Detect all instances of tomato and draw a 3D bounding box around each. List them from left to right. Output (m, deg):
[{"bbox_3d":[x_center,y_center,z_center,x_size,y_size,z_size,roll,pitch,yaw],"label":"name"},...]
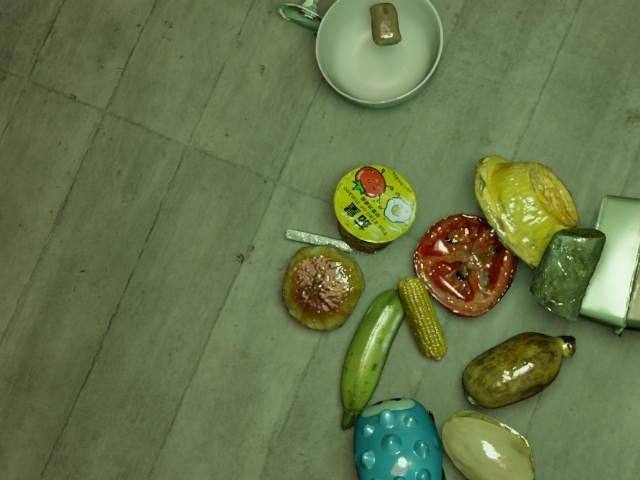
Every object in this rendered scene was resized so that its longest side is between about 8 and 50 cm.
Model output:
[{"bbox_3d":[0.330,0.051,1.422,0.227,0.101,0.228,3,96,28],"label":"tomato"}]

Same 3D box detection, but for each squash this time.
[{"bbox_3d":[0.103,0.265,1.447,0.094,0.094,0.341,21,88,11],"label":"squash"}]

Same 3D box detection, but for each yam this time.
[{"bbox_3d":[0.476,0.058,1.245,0.107,0.107,0.183,20,109,11],"label":"yam"}]

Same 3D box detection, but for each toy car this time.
[{"bbox_3d":[0.159,0.436,1.341,0.188,0.190,0.255,-12,42,8],"label":"toy car"}]

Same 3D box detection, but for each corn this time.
[{"bbox_3d":[0.226,0.174,1.426,0.068,0.068,0.207,-22,101,6],"label":"corn"}]

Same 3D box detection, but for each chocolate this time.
[{"bbox_3d":[0.143,-0.482,1.415,0.064,0.031,0.101,-5,81,4],"label":"chocolate"}]

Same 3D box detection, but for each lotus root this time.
[{"bbox_3d":[0.423,0.272,1.365,0.260,0.145,0.128,-31,86,7],"label":"lotus root"}]

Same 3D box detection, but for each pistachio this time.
[{"bbox_3d":[0.358,0.452,1.362,0.215,0.144,0.144,31,89,22],"label":"pistachio"}]

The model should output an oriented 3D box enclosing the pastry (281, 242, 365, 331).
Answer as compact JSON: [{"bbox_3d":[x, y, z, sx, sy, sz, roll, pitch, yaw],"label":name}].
[{"bbox_3d":[0.002,0.105,1.470,0.182,0.093,0.193,27,96,7],"label":"pastry"}]

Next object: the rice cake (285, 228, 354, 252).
[{"bbox_3d":[0.000,0.000,1.523,0.170,0.033,0.029,12,91,10],"label":"rice cake"}]

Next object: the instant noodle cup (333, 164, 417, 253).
[{"bbox_3d":[0.114,-0.058,1.444,0.182,0.144,0.182,1,71,-3],"label":"instant noodle cup"}]

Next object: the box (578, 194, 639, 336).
[{"bbox_3d":[0.637,0.055,1.322,0.166,0.220,0.291,13,87,26],"label":"box"}]

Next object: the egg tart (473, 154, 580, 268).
[{"bbox_3d":[0.441,-0.073,1.348,0.118,0.288,0.288,-41,76,43],"label":"egg tart"}]

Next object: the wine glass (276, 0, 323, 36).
[{"bbox_3d":[0.015,-0.666,1.550,0.143,0.143,0.321,22,86,11],"label":"wine glass"}]

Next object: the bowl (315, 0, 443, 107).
[{"bbox_3d":[0.140,-0.436,1.498,0.286,0.144,0.287,-1,83,8],"label":"bowl"}]
